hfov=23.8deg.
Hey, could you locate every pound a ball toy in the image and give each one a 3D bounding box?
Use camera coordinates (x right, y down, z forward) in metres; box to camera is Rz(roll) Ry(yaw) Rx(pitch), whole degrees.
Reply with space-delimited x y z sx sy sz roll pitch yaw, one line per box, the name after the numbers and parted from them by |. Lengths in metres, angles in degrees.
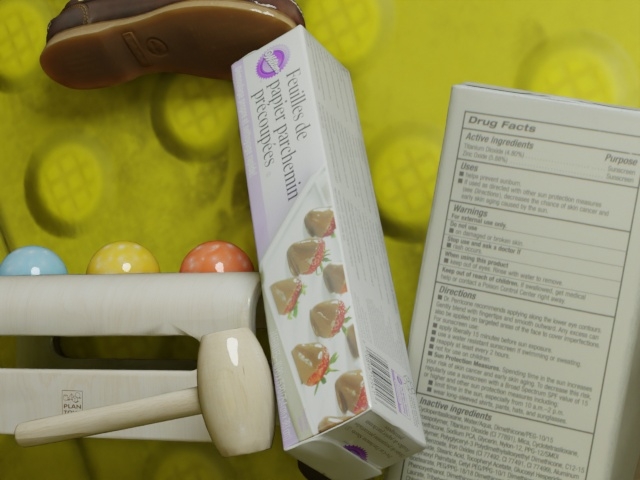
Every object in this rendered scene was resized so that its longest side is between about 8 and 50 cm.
-0.136 0.066 1.034 0.319 0.208 0.135 -2 88 27 | pound a ball toy

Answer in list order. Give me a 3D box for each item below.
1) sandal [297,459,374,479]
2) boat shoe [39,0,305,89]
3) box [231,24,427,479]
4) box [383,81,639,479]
0.018 0.203 1.024 0.088 0.079 0.240 59 145 41 | sandal
-0.106 -0.160 1.104 0.207 0.073 0.073 -1 48 20 | boat shoe
0.000 0.000 0.968 0.063 0.067 0.324 -29 48 21 | box
0.139 0.068 0.949 0.148 0.121 0.311 13 94 25 | box
